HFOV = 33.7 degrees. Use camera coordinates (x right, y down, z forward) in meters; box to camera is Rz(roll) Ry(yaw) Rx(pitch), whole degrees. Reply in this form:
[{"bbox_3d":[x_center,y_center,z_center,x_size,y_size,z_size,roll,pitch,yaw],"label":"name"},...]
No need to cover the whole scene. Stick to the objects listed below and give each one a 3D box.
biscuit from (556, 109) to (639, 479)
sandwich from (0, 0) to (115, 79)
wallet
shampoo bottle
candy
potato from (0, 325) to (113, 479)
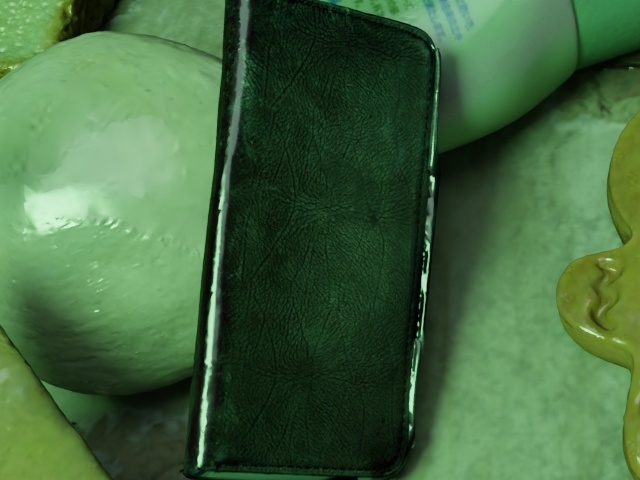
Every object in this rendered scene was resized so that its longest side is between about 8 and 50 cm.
[{"bbox_3d":[0.307,0.018,0.732,0.275,0.052,0.355,5,59,17],"label":"biscuit"},{"bbox_3d":[-0.317,-0.243,1.031,0.254,0.100,0.289,6,59,17],"label":"sandwich"},{"bbox_3d":[0.000,0.000,0.707,0.172,0.045,0.318,7,82,-27],"label":"wallet"},{"bbox_3d":[0.129,-0.186,0.853,0.349,0.151,0.222,-20,50,1],"label":"shampoo bottle"},{"bbox_3d":[-0.154,-0.023,0.774,0.295,0.185,0.296,-4,76,17],"label":"candy"},{"bbox_3d":[-0.220,0.178,0.632,0.211,0.264,0.189,-33,46,-16],"label":"potato"}]
